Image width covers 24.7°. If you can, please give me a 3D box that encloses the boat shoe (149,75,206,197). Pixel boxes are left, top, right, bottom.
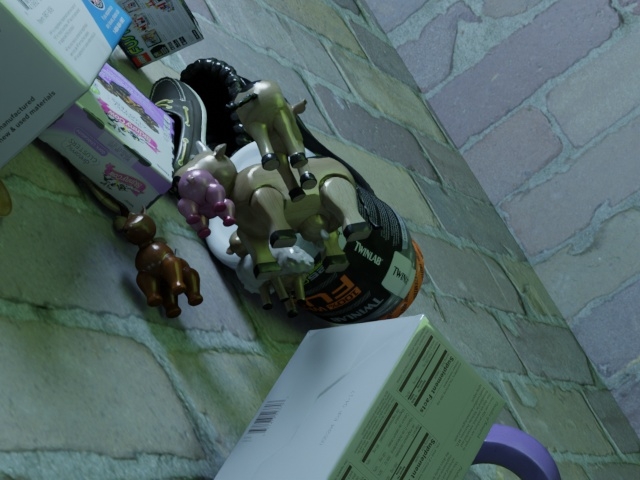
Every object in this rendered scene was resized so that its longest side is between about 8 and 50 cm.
[{"bbox_3d":[-0.204,-0.154,2.024,0.068,0.081,0.228,41,23,-45],"label":"boat shoe"}]

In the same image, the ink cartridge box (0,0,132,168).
[{"bbox_3d":[-0.418,-0.300,1.601,0.395,0.166,0.285,47,18,-15],"label":"ink cartridge box"}]

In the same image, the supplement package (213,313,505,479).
[{"bbox_3d":[0.028,0.228,1.510,0.145,0.204,0.262,47,59,-21],"label":"supplement package"}]

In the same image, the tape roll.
[{"bbox_3d":[0.235,0.353,2.010,0.189,0.189,0.080,53,17,0],"label":"tape roll"}]

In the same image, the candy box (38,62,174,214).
[{"bbox_3d":[-0.264,-0.140,1.836,0.165,0.070,0.196,42,17,-23],"label":"candy box"}]

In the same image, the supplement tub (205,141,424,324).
[{"bbox_3d":[0.000,0.000,2.059,0.316,0.193,0.194,31,28,-45],"label":"supplement tub"}]

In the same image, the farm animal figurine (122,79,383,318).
[{"bbox_3d":[-0.075,-0.062,1.727,0.326,0.330,0.172,7,51,-42],"label":"farm animal figurine"}]

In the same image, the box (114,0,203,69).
[{"bbox_3d":[-0.254,-0.330,2.080,0.207,0.114,0.036,59,9,-61],"label":"box"}]

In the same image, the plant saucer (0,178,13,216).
[{"bbox_3d":[-0.361,-0.055,1.548,0.083,0.015,0.083,47,18,-21],"label":"plant saucer"}]

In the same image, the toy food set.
[{"bbox_3d":[-0.245,-0.034,1.804,0.122,0.019,0.078,48,16,8],"label":"toy food set"}]

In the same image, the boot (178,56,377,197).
[{"bbox_3d":[-0.065,-0.119,2.219,0.348,0.131,0.260,47,9,14],"label":"boot"}]
